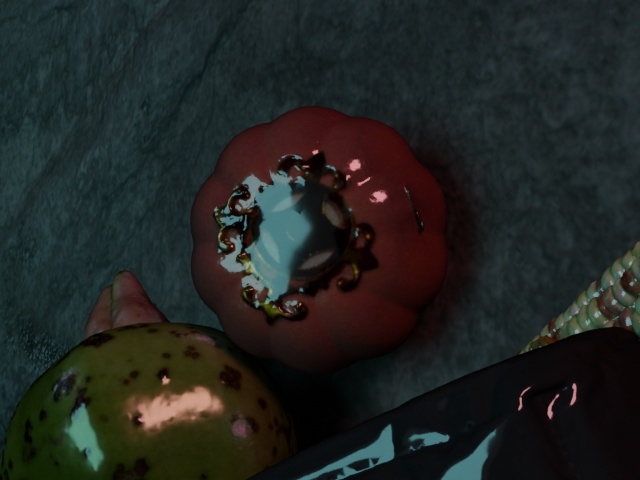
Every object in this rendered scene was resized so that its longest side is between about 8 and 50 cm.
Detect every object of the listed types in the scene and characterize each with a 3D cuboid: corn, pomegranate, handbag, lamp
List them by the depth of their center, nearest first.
[{"bbox_3d":[0.080,0.219,0.539,0.275,0.178,0.301,-28,85,30],"label":"handbag"},{"bbox_3d":[0.150,0.067,0.618,0.237,0.080,0.079,-46,50,38],"label":"corn"},{"bbox_3d":[0.000,0.000,0.774,0.182,0.140,0.182,-1,86,16],"label":"lamp"},{"bbox_3d":[-0.131,0.127,0.827,0.214,0.214,0.247,-50,45,34],"label":"pomegranate"}]

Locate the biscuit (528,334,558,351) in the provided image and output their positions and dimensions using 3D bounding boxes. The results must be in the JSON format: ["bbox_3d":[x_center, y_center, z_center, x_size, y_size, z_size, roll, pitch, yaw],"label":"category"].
[{"bbox_3d":[0.148,0.159,0.590,0.144,0.016,0.203,26,119,36],"label":"biscuit"}]
